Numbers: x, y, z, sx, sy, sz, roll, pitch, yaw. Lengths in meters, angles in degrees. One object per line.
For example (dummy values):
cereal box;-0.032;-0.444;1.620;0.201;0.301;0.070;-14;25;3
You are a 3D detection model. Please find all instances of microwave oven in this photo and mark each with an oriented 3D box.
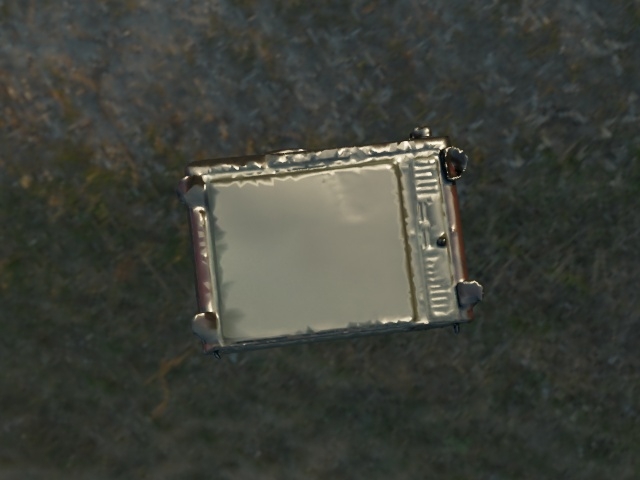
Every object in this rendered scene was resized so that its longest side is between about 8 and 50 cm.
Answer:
microwave oven;0.000;0.001;1.136;0.178;0.247;0.188;155;110;-84
